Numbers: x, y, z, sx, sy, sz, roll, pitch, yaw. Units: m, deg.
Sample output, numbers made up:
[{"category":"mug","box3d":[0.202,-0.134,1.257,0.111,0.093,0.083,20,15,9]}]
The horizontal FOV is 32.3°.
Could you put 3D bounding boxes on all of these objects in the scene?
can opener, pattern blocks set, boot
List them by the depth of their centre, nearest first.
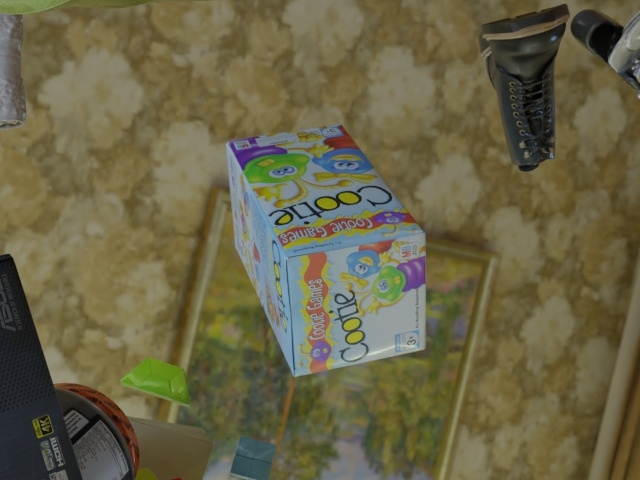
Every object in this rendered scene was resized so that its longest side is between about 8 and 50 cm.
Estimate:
[{"category":"boot","box3d":[0.190,-0.130,0.980,0.077,0.137,0.198,-11,-177,8]},{"category":"can opener","box3d":[0.338,-0.154,1.059,0.280,0.074,0.093,28,-163,-47]},{"category":"pattern blocks set","box3d":[-0.227,0.274,1.274,0.325,0.285,0.026,23,159,8]}]

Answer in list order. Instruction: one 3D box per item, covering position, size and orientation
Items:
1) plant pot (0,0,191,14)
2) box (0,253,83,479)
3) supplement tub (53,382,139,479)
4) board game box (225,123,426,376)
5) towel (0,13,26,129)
[{"category":"plant pot","box3d":[-0.043,-0.314,0.728,0.366,0.366,0.353,15,-168,40]},{"category":"box","box3d":[-0.254,0.144,0.701,0.183,0.232,0.059,-17,-178,-28]},{"category":"supplement tub","box3d":[-0.295,0.255,1.038,0.194,0.193,0.316,13,-167,8]},{"category":"board game box","box3d":[0.000,0.000,1.183,0.142,0.144,0.275,-10,-149,-12]},{"category":"towel","box3d":[-0.500,-0.219,1.340,0.282,0.187,0.049,-4,170,1]}]
